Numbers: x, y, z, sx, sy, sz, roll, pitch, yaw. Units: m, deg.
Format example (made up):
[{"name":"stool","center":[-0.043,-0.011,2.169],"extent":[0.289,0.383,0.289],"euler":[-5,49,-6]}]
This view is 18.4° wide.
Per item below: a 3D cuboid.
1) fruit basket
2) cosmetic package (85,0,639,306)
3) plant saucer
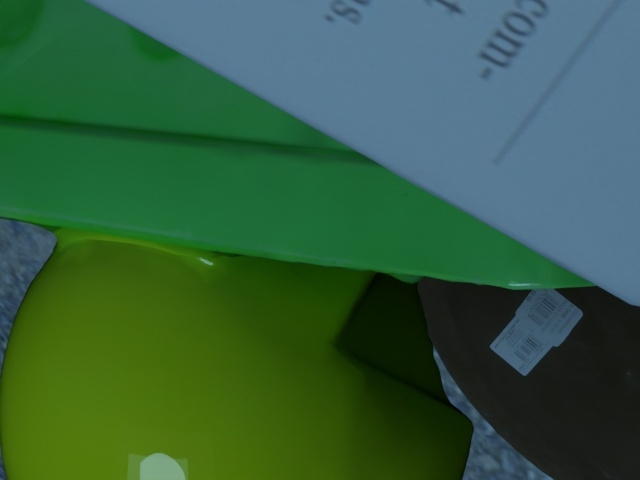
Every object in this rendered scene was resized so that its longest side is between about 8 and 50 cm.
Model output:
[{"name":"fruit basket","center":[0.000,0.000,0.754],"extent":[0.392,0.283,0.392],"euler":[9,105,38]},{"name":"cosmetic package","center":[0.020,-0.262,0.416],"extent":[0.393,0.327,0.329],"euler":[29,144,-4]},{"name":"plant saucer","center":[0.151,0.044,0.919],"extent":[0.278,0.041,0.278],"euler":[26,142,22]}]
